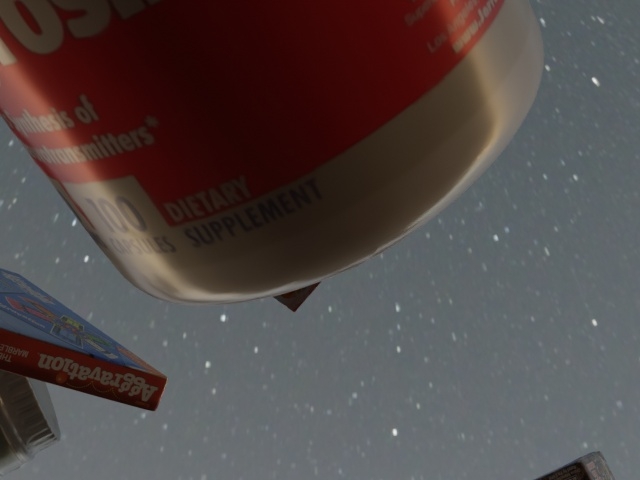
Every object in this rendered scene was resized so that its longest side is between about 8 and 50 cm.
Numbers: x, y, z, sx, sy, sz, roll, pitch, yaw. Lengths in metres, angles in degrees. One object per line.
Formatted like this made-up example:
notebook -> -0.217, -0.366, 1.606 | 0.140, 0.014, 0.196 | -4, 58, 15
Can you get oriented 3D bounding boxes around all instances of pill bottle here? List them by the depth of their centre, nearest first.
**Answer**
pill bottle -> -0.089, -0.190, 0.471 | 0.229, 0.229, 0.407 | -27, -62, 11

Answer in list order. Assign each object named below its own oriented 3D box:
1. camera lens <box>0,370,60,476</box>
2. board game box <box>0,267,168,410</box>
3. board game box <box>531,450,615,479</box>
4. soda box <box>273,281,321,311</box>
camera lens -> -0.431, 0.166, 1.208 | 0.274, 0.219, 0.219 | -22, -65, -10
board game box -> -0.227, 0.046, 0.811 | 0.145, 0.281, 0.027 | 21, -90, -35
board game box -> 0.252, 0.407, 1.262 | 0.232, 0.141, 0.291 | -30, -105, 16
soda box -> 0.000, 0.000, 1.454 | 0.063, 0.058, 0.183 | 37, -65, -8
